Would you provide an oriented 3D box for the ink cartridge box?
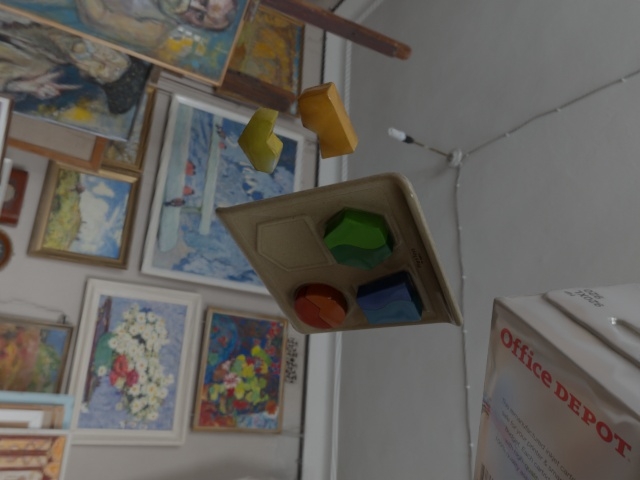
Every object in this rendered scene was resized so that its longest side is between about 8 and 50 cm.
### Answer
[{"bbox_3d":[0.230,0.170,0.384,0.171,0.168,0.233,-122,-151,-67],"label":"ink cartridge box"}]

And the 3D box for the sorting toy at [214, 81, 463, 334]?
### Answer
[{"bbox_3d":[0.000,0.000,0.543,0.229,0.307,0.041,-6,-139,29],"label":"sorting toy"}]
